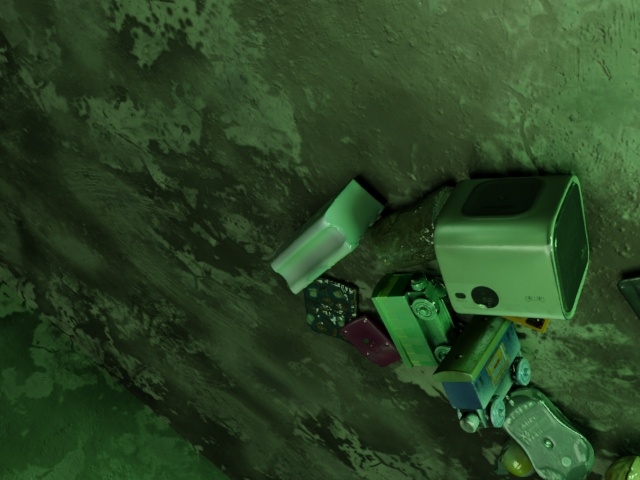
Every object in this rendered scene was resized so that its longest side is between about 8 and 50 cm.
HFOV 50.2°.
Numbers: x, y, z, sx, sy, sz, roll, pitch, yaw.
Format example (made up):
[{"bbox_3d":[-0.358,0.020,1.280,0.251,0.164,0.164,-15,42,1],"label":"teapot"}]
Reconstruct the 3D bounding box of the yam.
[{"bbox_3d":[0.235,-0.018,1.626,0.254,0.154,0.154,-25,110,42],"label":"yam"}]

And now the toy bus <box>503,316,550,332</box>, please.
[{"bbox_3d":[0.465,0.145,1.649,0.194,0.088,0.083,21,137,17],"label":"toy bus"}]

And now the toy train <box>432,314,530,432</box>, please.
[{"bbox_3d":[0.412,0.322,1.695,0.131,0.299,0.202,-9,113,41],"label":"toy train"}]

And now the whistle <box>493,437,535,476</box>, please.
[{"bbox_3d":[0.575,0.646,2.003,0.122,0.123,0.223,31,145,8],"label":"whistle"}]

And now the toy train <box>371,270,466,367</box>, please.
[{"bbox_3d":[0.272,0.214,1.822,0.202,0.120,0.301,-5,123,40],"label":"toy train"}]

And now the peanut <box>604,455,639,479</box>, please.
[{"bbox_3d":[0.836,0.682,1.823,0.174,0.158,0.340,-13,123,-4],"label":"peanut"}]

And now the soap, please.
[{"bbox_3d":[0.000,0.000,1.753,0.115,0.208,0.347,44,139,-5],"label":"soap"}]

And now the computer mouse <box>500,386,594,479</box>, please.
[{"bbox_3d":[0.591,0.501,1.872,0.167,0.090,0.379,-41,87,14],"label":"computer mouse"}]

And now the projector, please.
[{"bbox_3d":[0.411,0.011,1.447,0.249,0.248,0.249,0,126,35],"label":"projector"}]

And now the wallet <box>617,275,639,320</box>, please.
[{"bbox_3d":[0.824,0.177,1.469,0.247,0.041,0.323,-19,120,45],"label":"wallet"}]

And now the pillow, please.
[{"bbox_3d":[0.031,0.206,2.050,0.188,0.034,0.256,16,136,25],"label":"pillow"}]

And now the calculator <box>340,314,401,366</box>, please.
[{"bbox_3d":[0.156,0.301,2.020,0.190,0.034,0.126,42,132,-15],"label":"calculator"}]
